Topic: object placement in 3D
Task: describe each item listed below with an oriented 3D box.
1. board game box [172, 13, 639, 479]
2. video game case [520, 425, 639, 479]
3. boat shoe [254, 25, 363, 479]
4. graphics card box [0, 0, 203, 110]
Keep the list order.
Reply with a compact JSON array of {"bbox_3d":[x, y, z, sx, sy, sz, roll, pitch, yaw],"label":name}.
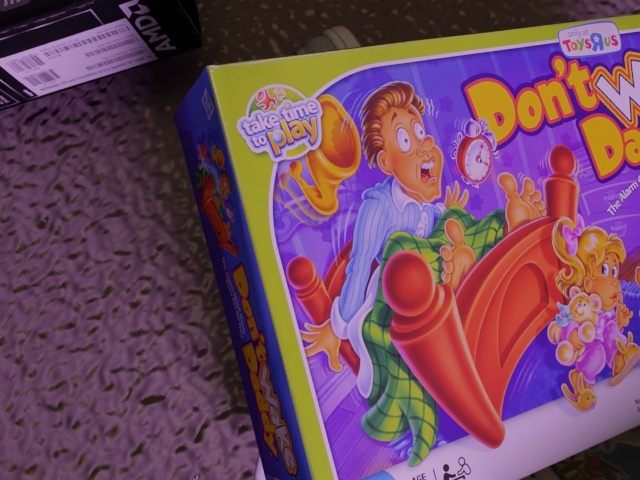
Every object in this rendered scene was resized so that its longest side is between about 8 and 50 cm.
[{"bbox_3d":[0.114,0.000,0.431,0.346,0.078,0.234,-14,87,-25],"label":"board game box"},{"bbox_3d":[0.234,0.144,0.394,0.274,0.248,0.035,-10,106,-3],"label":"video game case"},{"bbox_3d":[0.000,0.002,0.500,0.103,0.118,0.321,-2,78,-5],"label":"boat shoe"},{"bbox_3d":[-0.289,-0.208,0.549,0.370,0.094,0.233,-17,71,8],"label":"graphics card box"}]
